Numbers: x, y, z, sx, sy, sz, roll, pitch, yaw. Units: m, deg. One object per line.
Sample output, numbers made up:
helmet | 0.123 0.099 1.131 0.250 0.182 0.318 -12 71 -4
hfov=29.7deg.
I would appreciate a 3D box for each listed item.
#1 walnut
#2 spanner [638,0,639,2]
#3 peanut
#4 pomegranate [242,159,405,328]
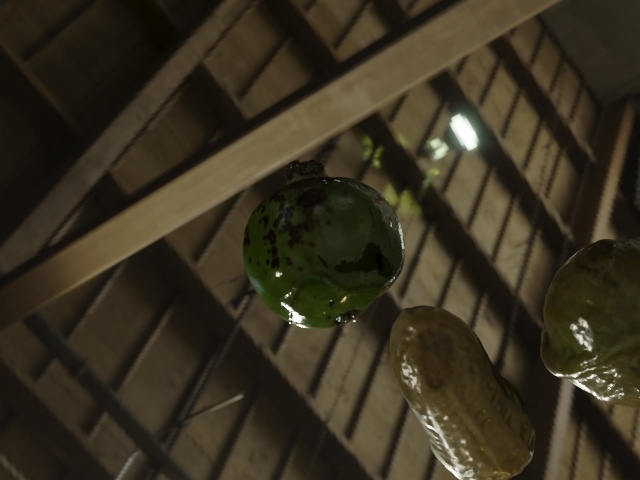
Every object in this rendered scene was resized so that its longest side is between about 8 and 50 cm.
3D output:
walnut | 0.419 0.104 1.645 0.227 0.283 0.283 53 -148 -4
spanner | 0.539 -0.312 1.806 0.316 0.024 0.087 50 -177 28
peanut | 0.142 0.160 1.260 0.236 0.110 0.120 56 -145 -26
pomegranate | 0.000 0.000 1.849 0.254 0.254 0.270 -8 -99 -57
